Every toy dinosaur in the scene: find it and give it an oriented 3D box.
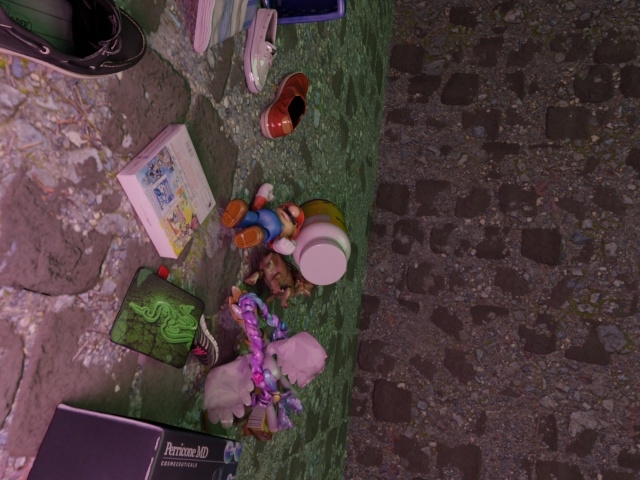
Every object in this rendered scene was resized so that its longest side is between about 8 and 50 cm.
[{"bbox_3d":[-0.127,0.103,1.377,0.296,0.127,0.200,70,29,-42],"label":"toy dinosaur"}]

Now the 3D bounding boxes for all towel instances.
[{"bbox_3d":[-0.198,-0.557,1.026,0.285,0.034,0.209,-63,178,-51],"label":"towel"}]

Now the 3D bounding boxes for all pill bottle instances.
[{"bbox_3d":[0.000,0.000,1.479,0.334,0.188,0.188,-96,-179,-63],"label":"pill bottle"}]

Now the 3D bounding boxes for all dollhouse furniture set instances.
[{"bbox_3d":[-0.265,0.499,1.104,0.058,0.076,0.152,-34,127,-68],"label":"dollhouse furniture set"}]

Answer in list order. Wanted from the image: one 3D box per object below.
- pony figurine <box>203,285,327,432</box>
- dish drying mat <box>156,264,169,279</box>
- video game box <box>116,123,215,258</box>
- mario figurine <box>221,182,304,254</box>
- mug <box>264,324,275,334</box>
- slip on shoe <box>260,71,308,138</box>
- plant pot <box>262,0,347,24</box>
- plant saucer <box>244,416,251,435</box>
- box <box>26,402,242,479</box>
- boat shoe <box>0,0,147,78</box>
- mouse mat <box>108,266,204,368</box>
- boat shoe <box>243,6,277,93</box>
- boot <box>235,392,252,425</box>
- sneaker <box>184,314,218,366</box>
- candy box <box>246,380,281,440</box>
[{"bbox_3d":[-0.147,0.331,1.175,0.351,0.302,0.363,-123,-164,-53],"label":"pony figurine"},{"bbox_3d":[-0.332,0.095,0.921,0.032,0.008,0.083,64,35,-56],"label":"dish drying mat"},{"bbox_3d":[-0.300,-0.099,0.916,0.187,0.048,0.205,-70,156,-45],"label":"video game box"},{"bbox_3d":[-0.129,-0.065,1.261,0.320,0.170,0.198,-12,103,-70],"label":"mario figurine"},{"bbox_3d":[-0.144,0.316,1.455,0.062,0.064,0.078,5,89,-73],"label":"mug"},{"bbox_3d":[-0.086,-0.429,1.419,0.331,0.101,0.123,-70,154,-44],"label":"slip on shoe"},{"bbox_3d":[-0.039,-0.768,1.297,0.212,0.236,0.236,-70,156,-55],"label":"plant pot"},{"bbox_3d":[-0.210,0.557,1.386,0.083,0.013,0.083,4,90,-73],"label":"plant saucer"},{"bbox_3d":[-0.320,0.500,0.719,0.293,0.212,0.395,60,37,-59],"label":"box"},{"bbox_3d":[-0.342,-0.307,0.635,0.340,0.113,0.127,-22,114,-70],"label":"boat shoe"},{"bbox_3d":[-0.317,0.157,0.900,0.189,0.007,0.153,45,49,-46],"label":"mouse mat"},{"bbox_3d":[-0.157,-0.517,1.221,0.083,0.075,0.226,-22,114,-70],"label":"boat shoe"},{"bbox_3d":[-0.225,0.481,1.281,0.118,0.042,0.087,43,56,-67],"label":"boot"},{"bbox_3d":[-0.285,0.227,1.012,0.075,0.063,0.170,-60,144,-54],"label":"sneaker"},{"bbox_3d":[-0.171,0.510,1.400,0.109,0.053,0.187,74,20,-46],"label":"candy box"}]
